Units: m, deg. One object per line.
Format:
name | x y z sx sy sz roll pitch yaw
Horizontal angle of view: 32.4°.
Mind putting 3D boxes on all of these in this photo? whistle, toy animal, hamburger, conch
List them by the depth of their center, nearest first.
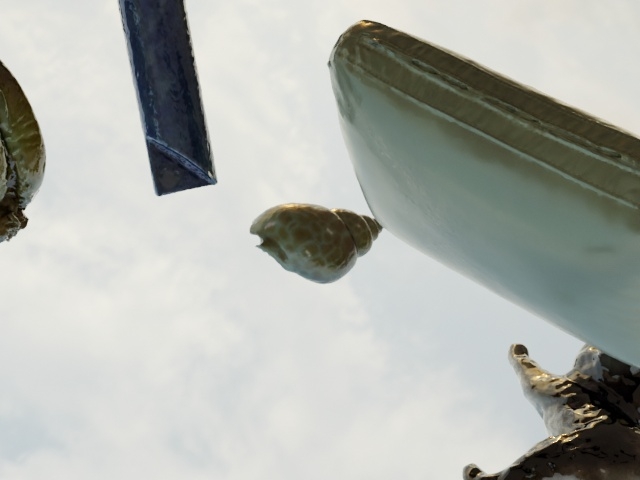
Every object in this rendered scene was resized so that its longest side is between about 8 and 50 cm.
hamburger | -0.330 -0.086 0.923 0.215 0.189 0.122 39 -137 1
whistle | -0.144 -0.191 0.947 0.062 0.062 0.304 -20 -74 -39
toy animal | 0.380 0.231 1.417 0.194 0.303 0.344 52 -143 -19
conch | -0.007 -0.001 1.483 0.173 0.106 0.116 26 -162 -12

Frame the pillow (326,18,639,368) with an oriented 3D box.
pillow | 0.154 -0.030 0.878 0.322 0.255 0.119 30 -111 29
